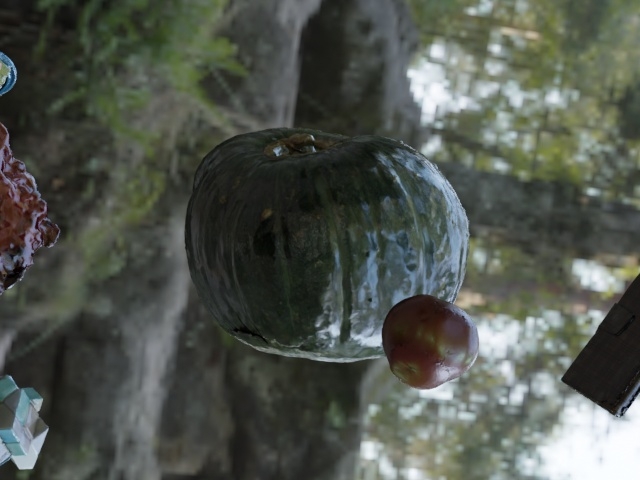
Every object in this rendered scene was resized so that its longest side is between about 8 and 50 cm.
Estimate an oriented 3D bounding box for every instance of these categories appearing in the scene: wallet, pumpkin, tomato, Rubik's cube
[{"bbox_3d":[0.440,0.130,2.214,0.230,0.042,0.124,-53,-144,-5],"label":"wallet"},{"bbox_3d":[0.000,0.000,1.792,0.328,0.291,0.257,-148,-129,-64],"label":"pumpkin"},{"bbox_3d":[0.094,0.090,1.389,0.075,0.087,0.087,-62,-172,-23],"label":"tomato"},{"bbox_3d":[-0.275,0.164,1.404,0.075,0.073,0.084,59,28,-61],"label":"Rubik's cube"}]

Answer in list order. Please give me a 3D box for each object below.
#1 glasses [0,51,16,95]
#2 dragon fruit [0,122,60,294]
[{"bbox_3d":[-0.427,-0.099,1.769,0.102,0.239,0.207,-5,77,-68],"label":"glasses"},{"bbox_3d":[-0.454,-0.007,1.423,0.329,0.228,0.286,8,-130,38],"label":"dragon fruit"}]
